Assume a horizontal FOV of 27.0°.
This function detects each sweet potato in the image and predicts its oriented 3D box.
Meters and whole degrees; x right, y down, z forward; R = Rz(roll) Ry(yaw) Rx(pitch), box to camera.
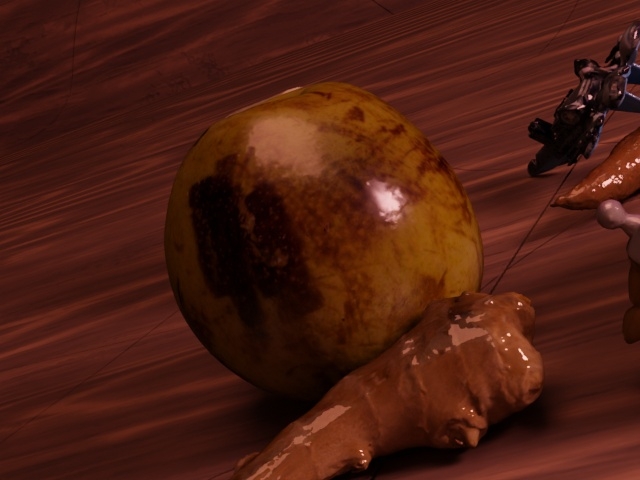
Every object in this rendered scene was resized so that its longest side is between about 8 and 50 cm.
[{"bbox_3d":[0.355,-0.099,1.375,0.314,0.066,0.072,-32,-20,-22],"label":"sweet potato"}]

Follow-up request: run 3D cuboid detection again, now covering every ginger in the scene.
[{"bbox_3d":[0.043,0.139,0.987,0.294,0.086,0.131,-34,41,-9],"label":"ginger"}]

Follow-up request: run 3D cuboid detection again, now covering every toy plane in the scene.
[{"bbox_3d":[0.278,-0.133,1.446,0.246,0.078,0.169,-39,24,57],"label":"toy plane"}]

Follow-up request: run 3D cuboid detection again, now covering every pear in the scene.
[{"bbox_3d":[0.000,0.000,1.147,0.283,0.284,0.283,-20,16,6],"label":"pear"}]

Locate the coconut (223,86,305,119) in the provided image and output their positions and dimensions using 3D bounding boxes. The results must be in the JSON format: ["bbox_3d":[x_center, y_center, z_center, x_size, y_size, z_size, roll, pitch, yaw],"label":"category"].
[{"bbox_3d":[-0.028,-0.075,1.559,0.222,0.202,0.202,-10,20,43],"label":"coconut"}]

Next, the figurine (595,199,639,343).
[{"bbox_3d":[0.339,0.012,0.904,0.274,0.133,0.194,-6,11,34],"label":"figurine"}]
